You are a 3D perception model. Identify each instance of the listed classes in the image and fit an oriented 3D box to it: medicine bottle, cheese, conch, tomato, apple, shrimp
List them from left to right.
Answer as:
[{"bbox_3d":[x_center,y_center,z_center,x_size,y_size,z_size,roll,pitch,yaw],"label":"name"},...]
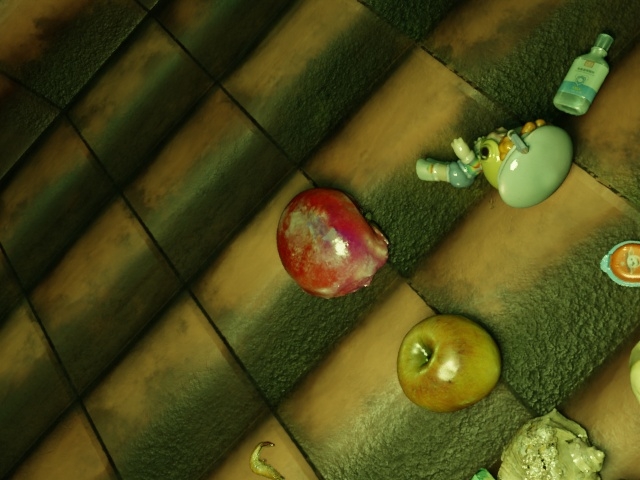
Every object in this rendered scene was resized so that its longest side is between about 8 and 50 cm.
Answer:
[{"bbox_3d":[-0.132,0.578,1.856,0.127,0.025,0.091,24,83,36],"label":"shrimp"},{"bbox_3d":[0.000,0.002,1.912,0.289,0.176,0.335,-42,59,12],"label":"tomato"},{"bbox_3d":[0.299,0.286,1.644,0.237,0.207,0.237,-26,51,37],"label":"apple"},{"bbox_3d":[0.480,0.461,1.523,0.245,0.163,0.178,-29,26,36],"label":"conch"},{"bbox_3d":[0.663,-0.414,1.777,0.090,0.053,0.209,27,85,33],"label":"medicine bottle"},{"bbox_3d":[0.749,0.055,1.565,0.256,0.037,0.106,3,75,30],"label":"cheese"}]

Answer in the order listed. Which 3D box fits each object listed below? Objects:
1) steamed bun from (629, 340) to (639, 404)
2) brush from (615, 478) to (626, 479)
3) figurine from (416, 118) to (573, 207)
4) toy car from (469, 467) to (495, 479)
[{"bbox_3d":[0.788,0.287,1.327,0.372,0.230,0.325,-24,96,53],"label":"steamed bun"},{"bbox_3d":[0.547,0.548,1.440,0.197,0.123,0.059,-34,56,12],"label":"brush"},{"bbox_3d":[0.435,-0.178,1.775,0.381,0.224,0.205,-2,93,53],"label":"figurine"},{"bbox_3d":[0.395,0.645,1.478,0.321,0.097,0.141,52,133,32],"label":"toy car"}]
